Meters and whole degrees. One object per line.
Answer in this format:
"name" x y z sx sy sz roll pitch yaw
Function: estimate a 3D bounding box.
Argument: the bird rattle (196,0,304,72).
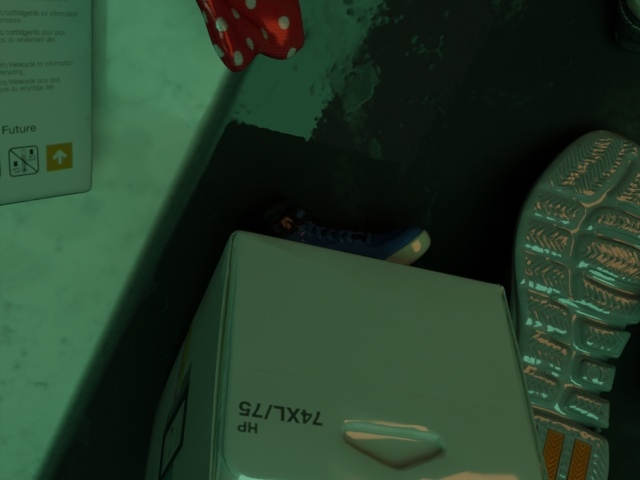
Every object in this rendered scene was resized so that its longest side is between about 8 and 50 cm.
"bird rattle" -0.001 -0.230 0.387 0.206 0.143 0.254 -16 122 -22

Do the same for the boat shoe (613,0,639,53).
"boat shoe" 0.311 -0.197 0.510 0.206 0.075 0.065 -23 161 -6

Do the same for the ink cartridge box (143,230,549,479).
"ink cartridge box" -0.007 0.163 0.476 0.198 0.197 0.270 12 140 -17

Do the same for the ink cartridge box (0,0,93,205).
"ink cartridge box" -0.208 -0.190 0.347 0.175 0.069 0.371 -16 126 -42

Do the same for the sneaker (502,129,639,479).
"sneaker" 0.167 0.070 0.570 0.124 0.180 0.321 25 76 -4

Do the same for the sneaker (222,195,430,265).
"sneaker" 0.000 0.000 0.516 0.152 0.058 0.085 -22 94 12
